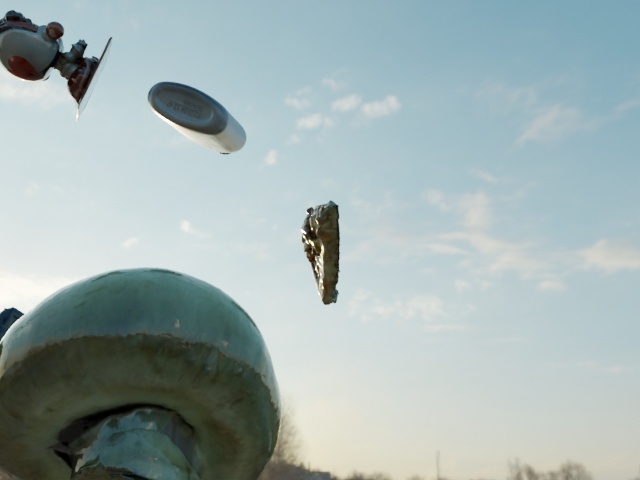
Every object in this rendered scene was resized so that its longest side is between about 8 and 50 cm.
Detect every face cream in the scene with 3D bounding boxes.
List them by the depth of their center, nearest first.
[{"bbox_3d":[-0.233,-0.237,1.306,0.163,0.080,0.336,24,-1,5],"label":"face cream"}]

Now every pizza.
[{"bbox_3d":[0.000,0.000,1.058,0.052,0.185,0.195,-9,-32,-13],"label":"pizza"}]

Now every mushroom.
[{"bbox_3d":[-0.213,0.197,0.736,0.351,0.260,0.352,-2,-53,-2],"label":"mushroom"}]

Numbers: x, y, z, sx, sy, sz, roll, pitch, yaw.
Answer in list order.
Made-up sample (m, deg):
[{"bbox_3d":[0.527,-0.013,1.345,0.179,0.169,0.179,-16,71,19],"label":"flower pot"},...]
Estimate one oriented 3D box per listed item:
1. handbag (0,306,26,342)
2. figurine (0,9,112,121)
[{"bbox_3d":[-0.665,0.311,1.467,0.088,0.244,0.275,-32,-57,33],"label":"handbag"},{"bbox_3d":[-0.559,-0.368,1.262,0.226,0.160,0.183,24,-11,-20],"label":"figurine"}]
